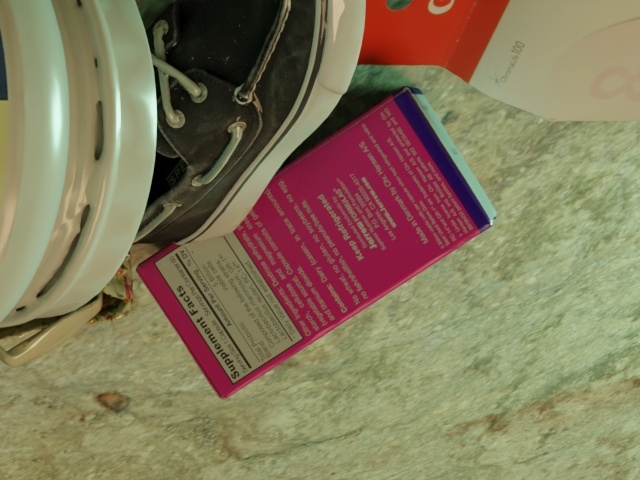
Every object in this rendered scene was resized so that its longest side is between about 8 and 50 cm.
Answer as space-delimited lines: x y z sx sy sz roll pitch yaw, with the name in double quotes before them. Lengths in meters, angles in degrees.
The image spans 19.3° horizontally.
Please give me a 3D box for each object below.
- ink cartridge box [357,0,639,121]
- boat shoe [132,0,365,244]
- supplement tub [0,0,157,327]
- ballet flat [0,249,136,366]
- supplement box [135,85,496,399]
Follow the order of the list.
"ink cartridge box" 0.147 -0.152 1.200 0.232 0.066 0.189 -5 146 -22
"boat shoe" -0.070 -0.091 1.104 0.102 0.108 0.301 -14 157 -33
"supplement tub" -0.259 -0.053 0.818 0.324 0.235 0.235 -4 144 -43
"ballet flat" -0.229 0.054 1.221 0.241 0.077 0.091 -23 154 -11
"supplement box" 0.000 0.000 1.284 0.220 0.114 0.111 -32 180 8
